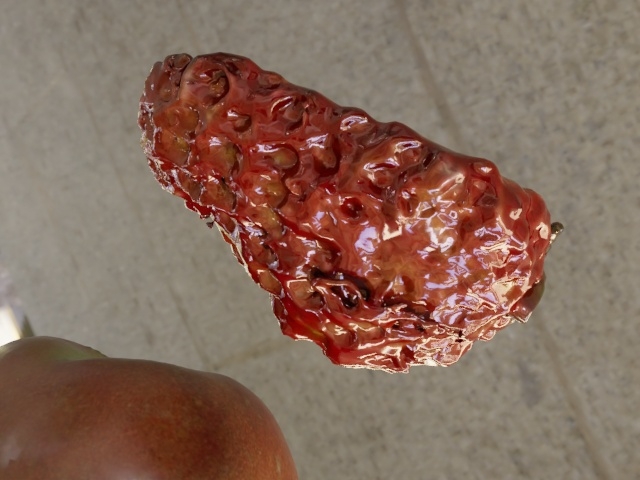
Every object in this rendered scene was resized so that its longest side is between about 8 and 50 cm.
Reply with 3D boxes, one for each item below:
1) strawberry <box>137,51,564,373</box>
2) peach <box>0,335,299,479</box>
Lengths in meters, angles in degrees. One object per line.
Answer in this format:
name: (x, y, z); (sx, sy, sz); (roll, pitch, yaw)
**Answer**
strawberry: (0.000, 0.000, 0.687); (0.236, 0.111, 0.190); (26, 166, -13)
peach: (-0.142, 0.184, 0.822); (0.252, 0.252, 0.252); (37, 139, 40)
